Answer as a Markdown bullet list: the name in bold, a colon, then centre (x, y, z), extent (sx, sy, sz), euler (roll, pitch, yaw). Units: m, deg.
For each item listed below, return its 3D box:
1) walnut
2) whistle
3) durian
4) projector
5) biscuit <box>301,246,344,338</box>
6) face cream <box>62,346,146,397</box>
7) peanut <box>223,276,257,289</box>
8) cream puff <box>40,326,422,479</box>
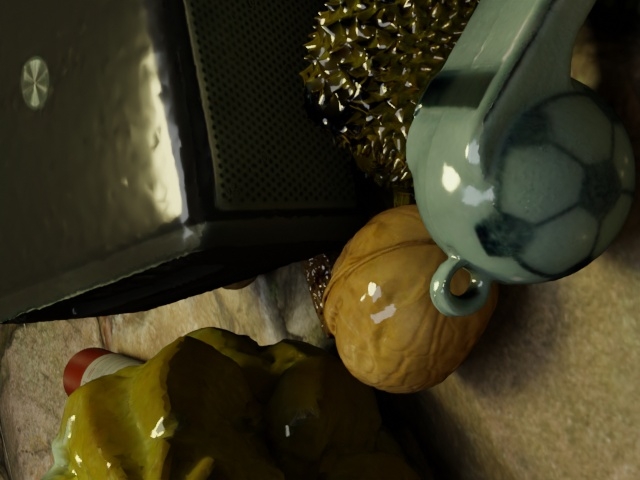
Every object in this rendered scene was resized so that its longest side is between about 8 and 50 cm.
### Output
- **walnut**: centre (0.072, 0.051, 0.931), extent (0.144, 0.144, 0.180), euler (69, 152, 18)
- **whistle**: centre (0.155, -0.075, 0.777), extent (0.163, 0.163, 0.289), euler (20, 78, 56)
- **durian**: centre (0.052, -0.119, 0.911), extent (0.193, 0.138, 0.237), euler (36, 129, 50)
- **projector**: centre (-0.173, -0.144, 1.102), extent (0.395, 0.242, 0.405), euler (-19, 79, 43)
- **biscuit**: centre (0.000, 0.000, 1.132), extent (0.064, 0.034, 0.199), euler (-35, 68, 56)
- **face cream**: centre (-0.292, 0.212, 1.619), extent (0.214, 0.096, 0.095), euler (5, 103, 59)
- **peanut**: centre (-0.123, 0.013, 1.288), extent (0.193, 0.089, 0.089), euler (5, 103, 59)
- **cream puff**: centre (-0.074, 0.234, 0.994), extent (0.275, 0.378, 0.378), euler (105, 144, -61)
